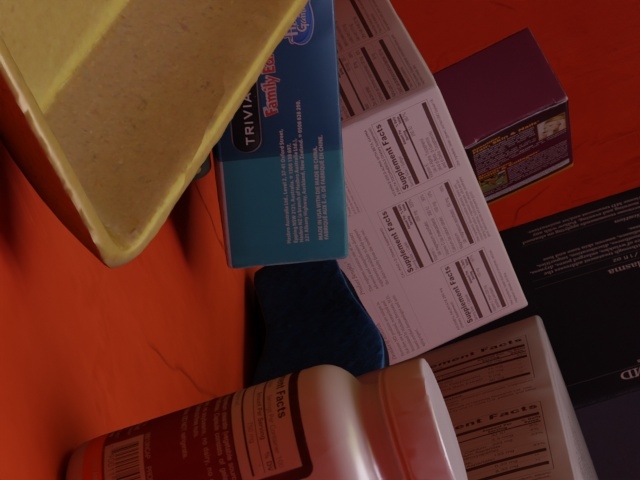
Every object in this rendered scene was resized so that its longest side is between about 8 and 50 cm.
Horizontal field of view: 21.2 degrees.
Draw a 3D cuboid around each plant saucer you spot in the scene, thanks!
[{"bbox_3d":[-0.105,-0.215,0.734,0.333,0.081,0.333,-60,140,-38],"label":"plant saucer"}]

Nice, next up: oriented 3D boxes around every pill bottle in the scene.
[{"bbox_3d":[-0.020,0.102,0.697,0.086,0.152,0.086,-18,90,-82],"label":"pill bottle"}]

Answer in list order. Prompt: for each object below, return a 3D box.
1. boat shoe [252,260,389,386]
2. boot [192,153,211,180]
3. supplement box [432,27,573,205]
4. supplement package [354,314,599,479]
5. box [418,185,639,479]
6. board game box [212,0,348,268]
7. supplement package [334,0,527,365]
[{"bbox_3d":[0.012,0.093,1.141,0.258,0.109,0.089,-89,163,-63],"label":"boat shoe"},{"bbox_3d":[-0.092,-0.081,0.942,0.198,0.077,0.137,-78,153,-74],"label":"boot"},{"bbox_3d":[0.170,-0.110,1.586,0.188,0.104,0.081,59,6,-71],"label":"supplement box"},{"bbox_3d":[0.063,0.195,0.891,0.262,0.198,0.199,-80,150,-74],"label":"supplement package"},{"bbox_3d":[0.232,0.138,1.707,0.312,0.343,0.179,-96,166,-57],"label":"box"},{"bbox_3d":[-0.046,-0.172,1.124,0.336,0.079,0.254,-104,-170,-62],"label":"board game box"},{"bbox_3d":[0.053,-0.060,1.528,0.204,0.145,0.262,-112,177,-52],"label":"supplement package"}]
